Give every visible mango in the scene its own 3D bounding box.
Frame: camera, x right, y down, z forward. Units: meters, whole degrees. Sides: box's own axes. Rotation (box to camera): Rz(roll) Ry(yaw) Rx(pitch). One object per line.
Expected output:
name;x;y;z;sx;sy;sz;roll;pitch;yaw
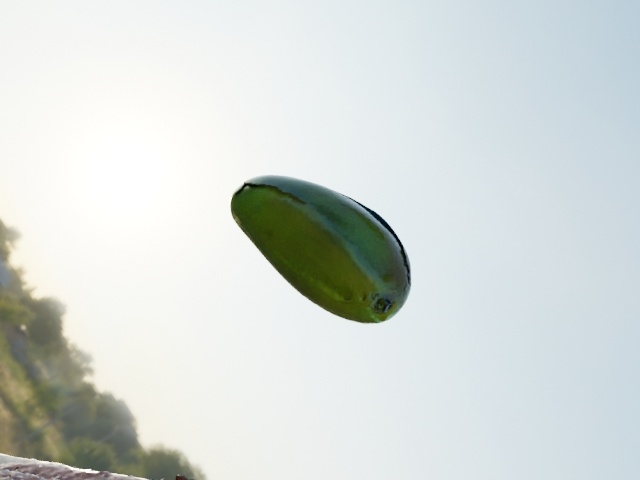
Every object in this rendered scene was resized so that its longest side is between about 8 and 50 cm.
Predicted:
mango;0.000;0.000;0.991;0.233;0.111;0.125;35;6;31

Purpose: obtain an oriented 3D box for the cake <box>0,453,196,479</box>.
cake;-0.212;0.268;0.738;0.262;0.158;0.159;4;-69;20
